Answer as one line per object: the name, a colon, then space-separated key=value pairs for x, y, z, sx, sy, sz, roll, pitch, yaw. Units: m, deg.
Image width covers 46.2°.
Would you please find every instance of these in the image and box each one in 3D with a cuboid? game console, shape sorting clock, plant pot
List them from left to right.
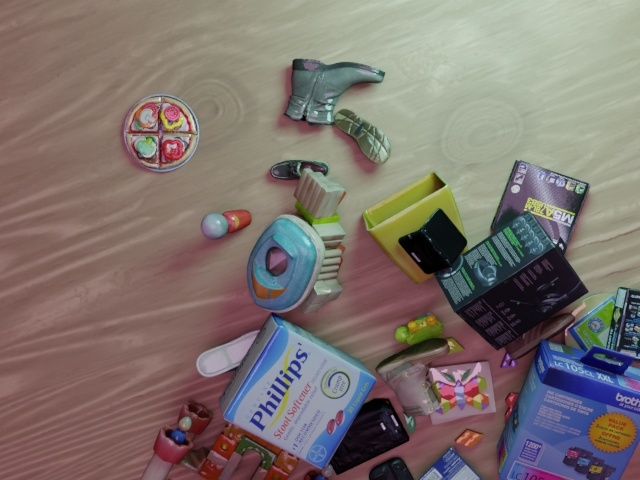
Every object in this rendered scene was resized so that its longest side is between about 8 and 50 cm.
game console: x=0.157 y=0.602 z=1.944 sx=0.213 sy=0.044 sz=0.361 roll=-27 pitch=91 yaw=8
plant pot: x=0.244 y=-0.022 z=1.817 sx=0.212 sy=0.212 sz=0.187 roll=-30 pitch=102 yaw=7
game console: x=0.258 y=0.003 z=1.723 sx=0.107 sy=0.071 sz=0.122 roll=-24 pitch=118 yaw=38
shape sorting clock: x=0.706 y=0.232 z=1.863 sx=0.206 sy=0.040 sz=0.206 roll=0 pitch=93 yaw=-6

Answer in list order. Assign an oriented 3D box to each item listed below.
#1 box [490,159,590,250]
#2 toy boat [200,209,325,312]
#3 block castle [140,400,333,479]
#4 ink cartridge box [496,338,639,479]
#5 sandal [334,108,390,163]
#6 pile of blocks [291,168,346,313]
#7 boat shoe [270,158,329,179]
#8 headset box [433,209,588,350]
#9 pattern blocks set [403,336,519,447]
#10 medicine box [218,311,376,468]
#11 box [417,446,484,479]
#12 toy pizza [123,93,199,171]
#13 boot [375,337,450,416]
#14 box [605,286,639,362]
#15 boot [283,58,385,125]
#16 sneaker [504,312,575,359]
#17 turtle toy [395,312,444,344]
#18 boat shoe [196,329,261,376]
box: x=0.542 y=-0.084 z=1.856 sx=0.191 sy=0.045 sz=0.184 roll=20 pitch=94 yaw=4
toy boat: x=-0.148 y=0.031 z=1.835 sx=0.318 sy=0.148 sz=0.267 roll=39 pitch=122 yaw=23
block castle: x=-0.186 y=0.579 z=1.845 sx=0.453 sy=0.303 sz=0.212 roll=30 pitch=95 yaw=2
ink cartridge box: x=0.611 y=0.413 z=1.785 sx=0.270 sy=0.151 sz=0.395 roll=17 pitch=109 yaw=3
sandal: x=0.109 y=-0.262 z=1.888 sx=0.180 sy=0.049 sz=0.072 roll=43 pitch=91 yaw=16
pile of blocks: x=0.000 y=0.000 z=1.898 sx=0.149 sy=0.113 sz=0.361 roll=20 pitch=109 yaw=49
boat shoe: x=-0.055 y=-0.182 z=1.904 sx=0.152 sy=0.049 sz=0.056 roll=-5 pitch=94 yaw=6
headset box: x=0.455 y=0.093 z=1.751 sx=0.283 sy=0.246 sz=0.131 roll=-37 pitch=46 yaw=15
pattern blocks set: x=0.356 y=0.388 z=1.917 sx=0.325 sy=0.026 sz=0.285 roll=-24 pitch=91 yaw=7
medicine box: x=-0.060 y=0.367 z=1.847 sx=0.289 sy=0.149 sz=0.263 roll=31 pitch=90 yaw=-15
box: x=0.360 y=0.647 z=1.869 sx=0.136 sy=0.036 sz=0.225 roll=-40 pitch=64 yaw=-13
toy pizza: x=-0.414 y=-0.279 z=1.941 sx=0.201 sy=0.032 sz=0.201 roll=0 pitch=94 yaw=6
boot: x=0.259 y=0.341 z=1.850 sx=0.213 sy=0.077 sz=0.165 roll=-30 pitch=94 yaw=34
box: x=0.822 y=0.216 z=1.826 sx=0.220 sy=0.051 sz=0.175 roll=9 pitch=93 yaw=-6
boot: x=0.035 y=-0.362 z=1.872 sx=0.247 sy=0.083 sz=0.161 roll=7 pitch=96 yaw=14
sneaker: x=0.533 y=0.220 z=1.852 sx=0.188 sy=0.066 sz=0.071 roll=-39 pitch=67 yaw=20
turtle toy: x=0.251 y=0.229 z=1.894 sx=0.130 sy=0.066 sz=0.095 roll=-20 pitch=115 yaw=9
boat shoe: x=-0.193 y=0.290 z=1.933 sx=0.255 sy=0.079 sz=0.095 roll=-22 pitch=87 yaw=-3
